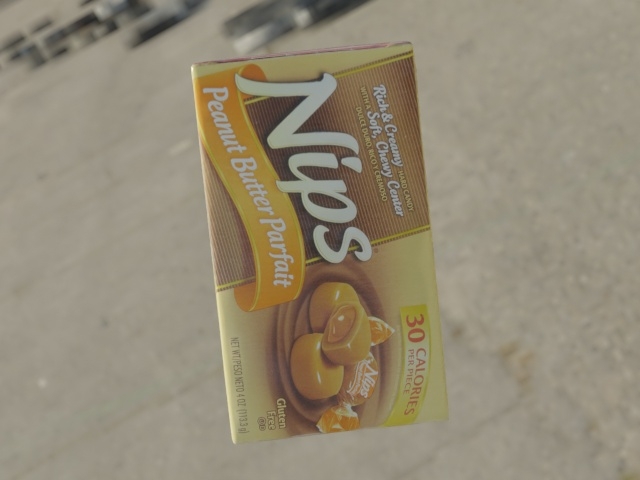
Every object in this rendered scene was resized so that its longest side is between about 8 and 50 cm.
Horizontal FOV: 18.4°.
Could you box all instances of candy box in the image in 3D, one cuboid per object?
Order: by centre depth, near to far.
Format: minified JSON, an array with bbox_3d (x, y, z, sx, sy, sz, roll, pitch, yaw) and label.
[{"bbox_3d":[0.000,0.000,1.641,0.183,0.316,0.087,-6,4,-2],"label":"candy box"}]
